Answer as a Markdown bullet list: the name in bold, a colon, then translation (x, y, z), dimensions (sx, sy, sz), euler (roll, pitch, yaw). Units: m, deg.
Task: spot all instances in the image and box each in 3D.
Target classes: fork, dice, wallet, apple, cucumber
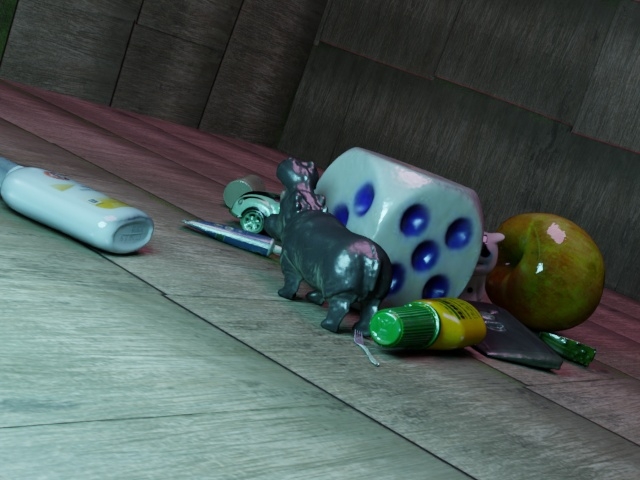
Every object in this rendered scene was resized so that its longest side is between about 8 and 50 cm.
- **fork**: translation (0.063, 0.151, 1.371), dimensions (0.016, 0.012, 0.115), euler (13, 15, -16)
- **dice**: translation (0.122, -0.009, 1.723), dimensions (0.243, 0.251, 0.259), euler (17, 9, -31)
- **wallet**: translation (0.309, 0.162, 1.754), dimensions (0.168, 0.052, 0.245), euler (12, 13, -22)
- **apple**: translation (0.468, 0.070, 2.054), dimensions (0.226, 0.246, 0.246), euler (24, 5, -29)
- **cucumber**: translation (0.459, 0.205, 1.852), dimensions (0.107, 0.035, 0.067), euler (20, -10, 10)

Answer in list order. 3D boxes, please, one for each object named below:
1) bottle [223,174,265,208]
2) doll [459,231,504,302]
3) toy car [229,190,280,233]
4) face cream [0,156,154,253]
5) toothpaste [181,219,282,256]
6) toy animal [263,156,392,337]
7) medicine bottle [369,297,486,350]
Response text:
- **bottle**: translation (-0.177, -0.114, 2.315), dimensions (0.072, 0.072, 0.201), euler (20, 8, 2)
- **doll**: translation (0.283, 0.059, 1.944), dimensions (0.110, 0.181, 0.107), euler (21, 21, 6)
- **toy car**: translation (-0.032, -0.043, 2.023), dimensions (0.305, 0.125, 0.136), euler (23, 9, 11)
- **face cream**: translation (-0.394, -0.060, 1.466), dimensions (0.291, 0.071, 0.144), euler (22, 9, 21)
- **toothpaste**: translation (-0.158, -0.007, 1.801), dimensions (0.197, 0.035, 0.057), euler (17, 2, 0)
- **toy animal**: translation (-0.009, 0.011, 1.536), dimensions (0.106, 0.168, 0.343), euler (12, 26, -35)
- **medicine bottle**: translation (0.160, 0.130, 1.507), dimensions (0.111, 0.076, 0.309), euler (22, 10, 27)
